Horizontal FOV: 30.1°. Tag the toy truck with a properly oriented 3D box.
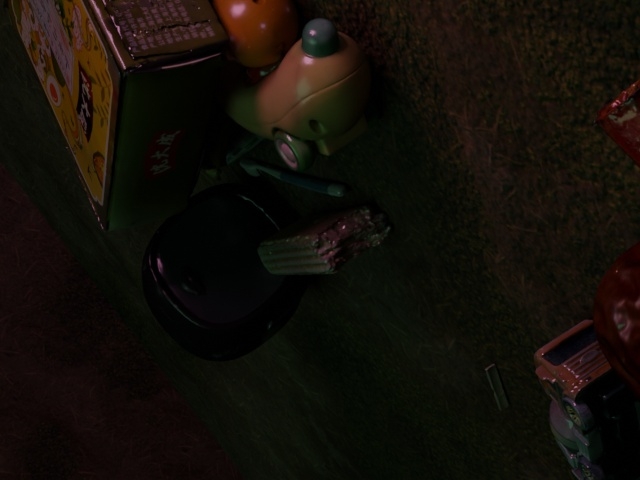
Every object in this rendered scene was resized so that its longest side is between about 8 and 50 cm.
[{"bbox_3d":[0.315,0.201,1.382,0.140,0.108,0.256,48,166,47],"label":"toy truck"}]

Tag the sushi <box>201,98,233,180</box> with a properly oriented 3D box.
[{"bbox_3d":[-0.213,-0.169,1.766,0.291,0.131,0.139,27,114,51],"label":"sushi"}]

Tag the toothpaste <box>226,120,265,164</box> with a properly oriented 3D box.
[{"bbox_3d":[-0.120,-0.153,1.770,0.064,0.041,0.218,43,157,-8],"label":"toothpaste"}]

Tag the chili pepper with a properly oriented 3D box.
[{"bbox_3d":[0.320,-0.070,1.010,0.169,0.065,0.088,45,145,-1],"label":"chili pepper"}]

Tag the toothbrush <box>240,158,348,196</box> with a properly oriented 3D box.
[{"bbox_3d":[-0.041,-0.089,1.737,0.276,0.019,0.025,19,147,54],"label":"toothbrush"}]

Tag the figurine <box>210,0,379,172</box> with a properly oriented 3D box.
[{"bbox_3d":[-0.057,-0.214,1.436,0.324,0.124,0.222,26,148,54],"label":"figurine"}]

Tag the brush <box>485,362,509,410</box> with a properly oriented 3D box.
[{"bbox_3d":[0.242,0.201,1.639,0.013,0.016,0.083,42,160,55],"label":"brush"}]

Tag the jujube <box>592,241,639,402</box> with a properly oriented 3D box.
[{"bbox_3d":[0.370,0.094,0.985,0.318,0.223,0.223,30,151,59],"label":"jujube"}]

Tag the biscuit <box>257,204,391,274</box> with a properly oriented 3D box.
[{"bbox_3d":[0.000,0.000,1.677,0.061,0.108,0.239,62,158,-10],"label":"biscuit"}]

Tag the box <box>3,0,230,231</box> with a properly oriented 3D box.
[{"bbox_3d":[-0.282,-0.279,1.547,0.420,0.138,0.373,63,155,21],"label":"box"}]

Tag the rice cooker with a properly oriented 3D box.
[{"bbox_3d":[-0.150,0.055,1.883,0.267,0.267,0.224,47,165,12],"label":"rice cooker"}]
